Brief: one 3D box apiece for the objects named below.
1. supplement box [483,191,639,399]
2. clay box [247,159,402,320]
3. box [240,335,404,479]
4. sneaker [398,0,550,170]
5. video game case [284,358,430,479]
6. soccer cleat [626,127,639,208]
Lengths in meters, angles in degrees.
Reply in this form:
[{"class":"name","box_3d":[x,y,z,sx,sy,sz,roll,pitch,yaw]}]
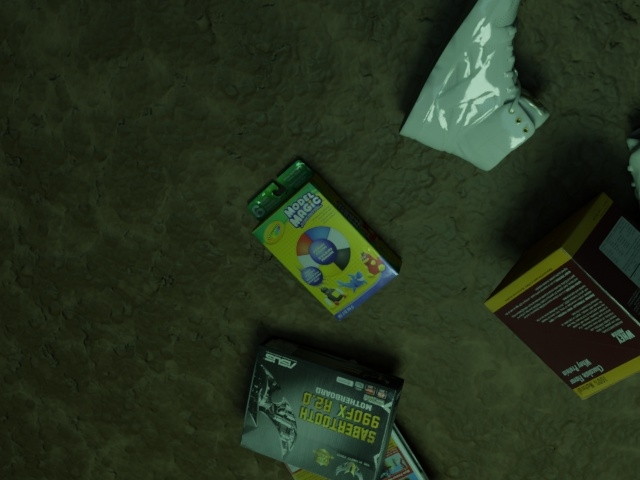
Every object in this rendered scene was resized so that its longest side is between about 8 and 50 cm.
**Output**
[{"class":"supplement box","box_3d":[0.366,0.079,1.316,0.194,0.129,0.191,44,146,2]},{"class":"clay box","box_3d":[0.000,0.000,1.459,0.222,0.053,0.127,45,114,-10]},{"class":"box","box_3d":[0.000,0.272,1.541,0.231,0.056,0.183,17,106,16]},{"class":"sneaker","box_3d":[0.239,-0.227,1.285,0.169,0.108,0.292,26,126,-2]},{"class":"video game case","box_3d":[0.046,0.358,1.587,0.204,0.025,0.285,-32,89,23]},{"class":"soccer cleat","box_3d":[0.471,-0.073,1.309,0.143,0.116,0.331,29,132,34]}]
